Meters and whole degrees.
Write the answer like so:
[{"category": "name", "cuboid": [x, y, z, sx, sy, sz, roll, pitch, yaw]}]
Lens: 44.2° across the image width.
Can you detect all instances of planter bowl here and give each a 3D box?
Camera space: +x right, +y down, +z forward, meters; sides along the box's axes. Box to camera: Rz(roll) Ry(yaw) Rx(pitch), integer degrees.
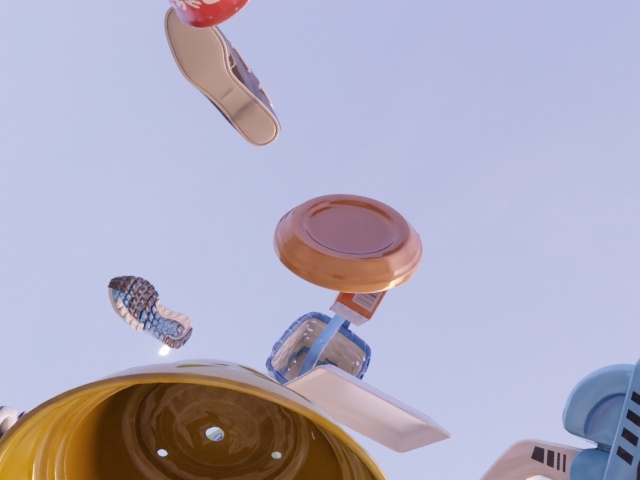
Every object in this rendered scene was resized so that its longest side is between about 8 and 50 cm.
[{"category": "planter bowl", "cuboid": [-0.064, 0.133, 0.436, 0.217, 0.090, 0.217, 1, -62, 2]}]

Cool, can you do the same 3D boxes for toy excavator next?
[{"category": "toy excavator", "cuboid": [0.443, 0.348, 1.259, 0.445, 0.222, 0.433, 8, -105, 51]}]

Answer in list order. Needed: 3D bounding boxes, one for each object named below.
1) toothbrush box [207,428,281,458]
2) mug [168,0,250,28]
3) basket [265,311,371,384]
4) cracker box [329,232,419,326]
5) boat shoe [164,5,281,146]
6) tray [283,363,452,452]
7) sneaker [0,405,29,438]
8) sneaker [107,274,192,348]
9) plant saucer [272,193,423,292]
[{"category": "toothbrush box", "cuboid": [-0.131, 0.428, 1.359, 0.283, 0.206, 0.122, -31, -54, -5]}, {"category": "mug", "cuboid": [-0.158, -0.308, 0.780, 0.150, 0.169, 0.113, 14, -106, 33]}, {"category": "basket", "cuboid": [0.006, 0.250, 1.723, 0.201, 0.255, 0.289, 29, -45, 14]}, {"category": "cracker box", "cuboid": [0.084, 0.058, 1.307, 0.067, 0.232, 0.156, 31, -98, 2]}, {"category": "boat shoe", "cuboid": [-0.199, -0.335, 1.602, 0.112, 0.095, 0.335, -33, -67, 10]}, {"category": "tray", "cuboid": [0.074, 0.275, 1.302, 0.270, 0.030, 0.145, 31, -39, -19]}, {"category": "sneaker", "cuboid": [-0.399, 0.214, 0.702, 0.110, 0.292, 0.118, -34, -122, 44]}, {"category": "sneaker", "cuboid": [-0.281, 0.109, 1.223, 0.082, 0.071, 0.191, 15, -24, 32]}, {"category": "plant saucer", "cuboid": [0.038, -0.006, 1.035, 0.199, 0.200, 0.037, 19, -54, 18]}]
